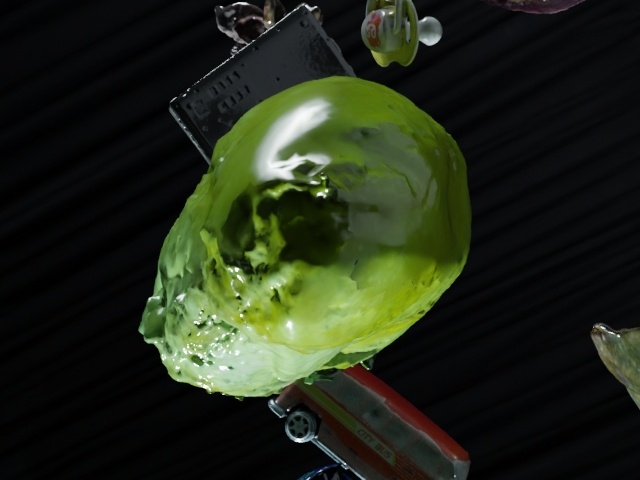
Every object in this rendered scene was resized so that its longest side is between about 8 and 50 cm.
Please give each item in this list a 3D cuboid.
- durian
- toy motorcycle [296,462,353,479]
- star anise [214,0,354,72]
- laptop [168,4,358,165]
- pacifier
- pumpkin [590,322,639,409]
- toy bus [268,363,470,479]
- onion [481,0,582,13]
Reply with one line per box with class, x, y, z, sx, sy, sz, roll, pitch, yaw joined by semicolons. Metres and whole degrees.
durian;0.000;0.000;0.989;0.204;0.256;0.340;40;153;-4
toy motorcycle;0.063;0.307;1.219;0.331;0.125;0.196;20;137;46
star anise;-0.045;-0.260;1.932;0.197;0.212;0.073;49;-119;-27
laptop;-0.043;-0.131;1.349;0.129;0.180;0.016;54;159;-9
pacifier;0.070;-0.177;1.139;0.083;0.064;0.068;11;104;63
pumpkin;0.256;0.095;0.879;0.278;0.163;0.111;4;-95;-76
toy bus;0.072;0.249;1.735;0.265;0.120;0.121;38;-174;16
onion;0.229;-0.438;1.718;0.267;0.159;0.348;16;-112;-27
